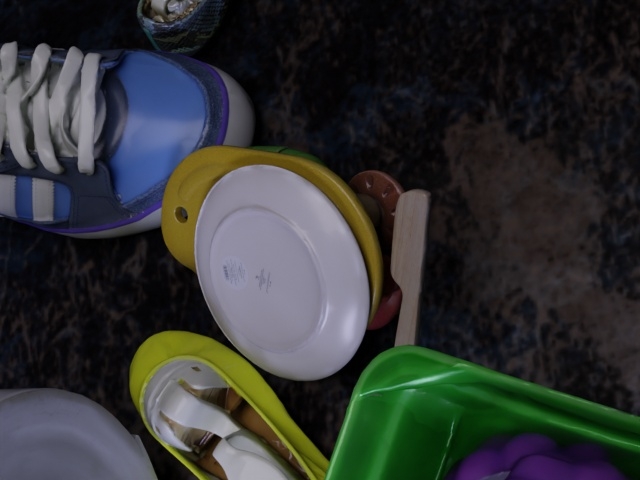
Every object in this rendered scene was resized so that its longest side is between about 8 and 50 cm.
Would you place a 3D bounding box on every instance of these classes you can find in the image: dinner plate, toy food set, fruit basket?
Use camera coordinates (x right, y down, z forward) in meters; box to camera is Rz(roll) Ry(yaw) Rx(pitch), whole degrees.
[{"bbox_3d":[-0.030,0.023,1.129,0.141,0.017,0.141,16,116,37],"label":"dinner plate"},{"bbox_3d":[0.000,0.000,1.155,0.217,0.071,0.128,12,114,37],"label":"toy food set"},{"bbox_3d":[0.073,0.248,0.865,0.283,0.392,0.392,16,85,32],"label":"fruit basket"}]

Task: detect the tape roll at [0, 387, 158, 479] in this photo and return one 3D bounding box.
[{"bbox_3d":[-0.198,0.227,1.073,0.100,0.286,0.286,-4,74,30],"label":"tape roll"}]

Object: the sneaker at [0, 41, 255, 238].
[{"bbox_3d":[-0.234,-0.088,1.208,0.322,0.236,0.130,-1,76,30],"label":"sneaker"}]

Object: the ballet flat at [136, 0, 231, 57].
[{"bbox_3d":[-0.069,-0.215,1.252,0.070,0.070,0.188,24,89,33],"label":"ballet flat"}]

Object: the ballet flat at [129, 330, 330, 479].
[{"bbox_3d":[-0.056,0.124,1.140,0.231,0.077,0.077,40,98,32],"label":"ballet flat"}]
